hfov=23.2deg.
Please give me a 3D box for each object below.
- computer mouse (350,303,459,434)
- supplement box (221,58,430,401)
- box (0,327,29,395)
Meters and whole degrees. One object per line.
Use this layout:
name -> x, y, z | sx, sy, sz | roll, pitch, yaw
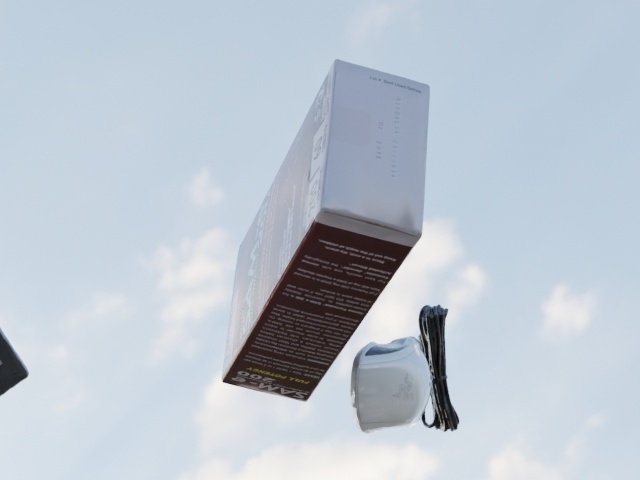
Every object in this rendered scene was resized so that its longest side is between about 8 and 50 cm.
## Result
computer mouse -> 0.071, 0.109, 1.194 | 0.042, 0.193, 0.106 | 1, -86, 20
supplement box -> 0.000, 0.000, 1.093 | 0.073, 0.130, 0.239 | 14, -36, -12
box -> -0.352, 0.092, 1.184 | 0.207, 0.108, 0.153 | -35, -36, -14
